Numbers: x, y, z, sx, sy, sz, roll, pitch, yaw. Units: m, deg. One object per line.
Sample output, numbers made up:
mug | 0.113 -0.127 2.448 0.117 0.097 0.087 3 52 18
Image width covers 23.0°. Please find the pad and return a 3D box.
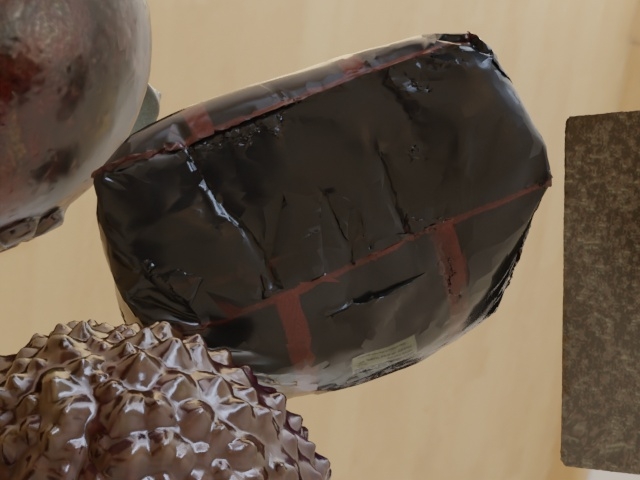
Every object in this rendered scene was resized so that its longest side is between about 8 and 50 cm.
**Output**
pad | 0.222 0.034 0.989 0.003 0.158 0.235 -3 94 -53

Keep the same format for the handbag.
handbag | 0.000 0.000 0.799 0.215 0.155 0.169 -20 165 -6

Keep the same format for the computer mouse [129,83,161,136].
computer mouse | -0.338 -0.173 1.969 0.203 0.374 0.114 41 71 -26

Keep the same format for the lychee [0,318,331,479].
lychee | -0.075 0.118 0.599 0.188 0.188 0.188 -27 127 -43

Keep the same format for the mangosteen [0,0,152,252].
mangosteen | -0.278 -0.159 1.062 0.306 0.306 0.359 -23 90 -45
